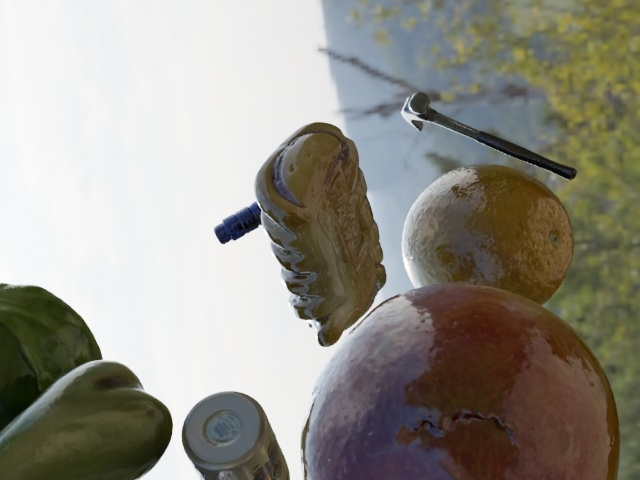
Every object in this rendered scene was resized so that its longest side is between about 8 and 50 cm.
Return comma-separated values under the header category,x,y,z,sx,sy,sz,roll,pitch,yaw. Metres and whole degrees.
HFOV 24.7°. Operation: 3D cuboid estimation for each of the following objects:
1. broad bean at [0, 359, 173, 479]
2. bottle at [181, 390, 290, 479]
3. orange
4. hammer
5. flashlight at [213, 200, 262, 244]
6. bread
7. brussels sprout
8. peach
category,x,y,z,sx,sy,sz,roll,pitch,yaw
broad bean,-0.268,0.230,1.479,0.121,0.263,0.189,35,156,25
bottle,-0.092,0.260,1.630,0.209,0.110,0.097,74,-177,-53
orange,0.223,0.004,1.972,0.236,0.236,0.236,-7,-90,-86
hammer,0.223,-0.132,1.934,0.103,0.246,0.029,152,141,-82
flashlight,-0.056,-0.032,1.535,0.057,0.121,0.035,59,176,9
bread,0.000,0.000,1.443,0.134,0.081,0.225,-54,-39,-43
brussels sprout,-0.396,0.153,1.687,0.219,0.271,0.210,-46,21,34
peach,0.095,0.143,0.997,0.231,0.231,0.231,-7,-90,-86
